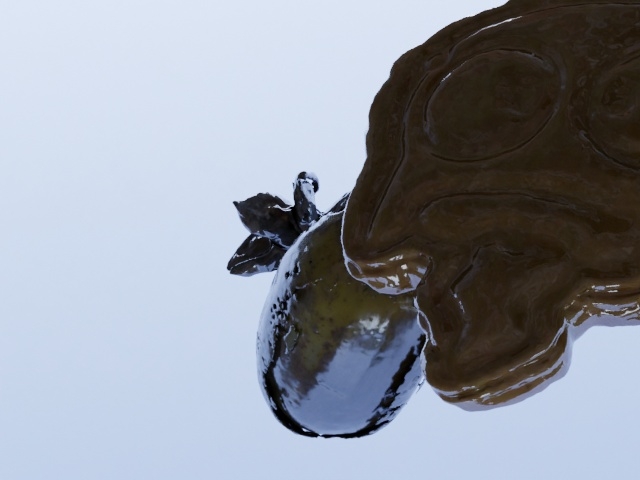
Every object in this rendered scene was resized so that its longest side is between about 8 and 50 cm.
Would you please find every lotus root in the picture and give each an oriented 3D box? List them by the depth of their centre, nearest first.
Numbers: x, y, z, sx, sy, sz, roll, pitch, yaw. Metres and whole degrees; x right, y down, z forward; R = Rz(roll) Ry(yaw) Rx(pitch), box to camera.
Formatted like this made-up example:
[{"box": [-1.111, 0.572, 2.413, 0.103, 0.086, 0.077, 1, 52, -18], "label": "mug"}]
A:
[{"box": [0.030, 0.099, 1.236, 0.196, 0.397, 0.179, 18, -128, 0], "label": "lotus root"}]

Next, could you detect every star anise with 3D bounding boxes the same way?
[{"box": [0.000, 0.000, 1.383, 0.229, 0.236, 0.093, -37, -153, 28], "label": "star anise"}]

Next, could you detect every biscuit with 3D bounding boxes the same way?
[{"box": [0.145, -0.065, 0.687, 0.269, 0.051, 0.376, 7, -123, 30], "label": "biscuit"}]
